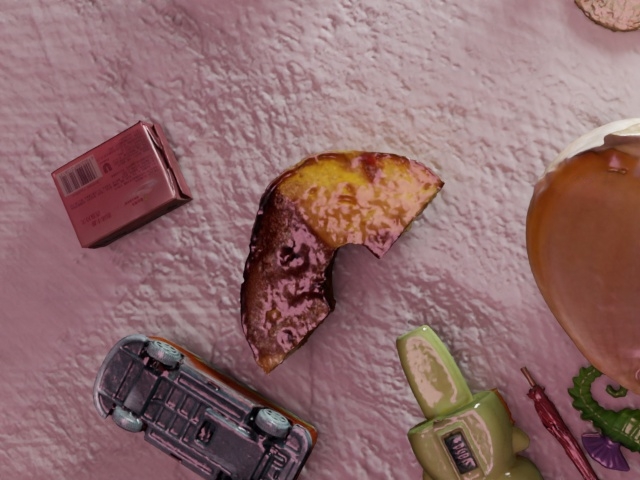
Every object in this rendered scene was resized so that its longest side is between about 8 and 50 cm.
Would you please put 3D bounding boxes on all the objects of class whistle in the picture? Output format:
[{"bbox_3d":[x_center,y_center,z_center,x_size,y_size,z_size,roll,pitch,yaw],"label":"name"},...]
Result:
[{"bbox_3d":[0.165,0.230,1.185,0.131,0.106,0.288,-28,83,16],"label":"whistle"}]

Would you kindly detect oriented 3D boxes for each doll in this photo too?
[{"bbox_3d":[0.351,0.210,1.164,0.190,0.050,0.115,37,103,15],"label":"doll"}]

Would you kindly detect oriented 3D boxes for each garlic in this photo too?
[{"bbox_3d":[0.368,0.016,1.080,0.286,0.249,0.313,-15,106,-1],"label":"garlic"}]

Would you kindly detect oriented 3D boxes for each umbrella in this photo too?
[{"bbox_3d":[0.269,0.215,1.197,0.025,0.027,0.165,-29,78,-12],"label":"umbrella"}]

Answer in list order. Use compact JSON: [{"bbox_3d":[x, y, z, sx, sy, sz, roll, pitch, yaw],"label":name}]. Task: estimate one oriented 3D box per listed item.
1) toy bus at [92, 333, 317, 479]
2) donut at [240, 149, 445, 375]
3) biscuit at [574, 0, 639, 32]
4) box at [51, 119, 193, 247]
[{"bbox_3d":[-0.132,0.208,1.261,0.265,0.120,0.121,29,97,14],"label":"toy bus"},{"bbox_3d":[0.000,0.000,1.233,0.151,0.112,0.295,44,99,14],"label":"donut"},{"bbox_3d":[0.339,-0.290,1.187,0.120,0.015,0.120,0,90,16],"label":"biscuit"},{"bbox_3d":[-0.246,-0.067,1.327,0.156,0.060,0.111,-25,83,17],"label":"box"}]
